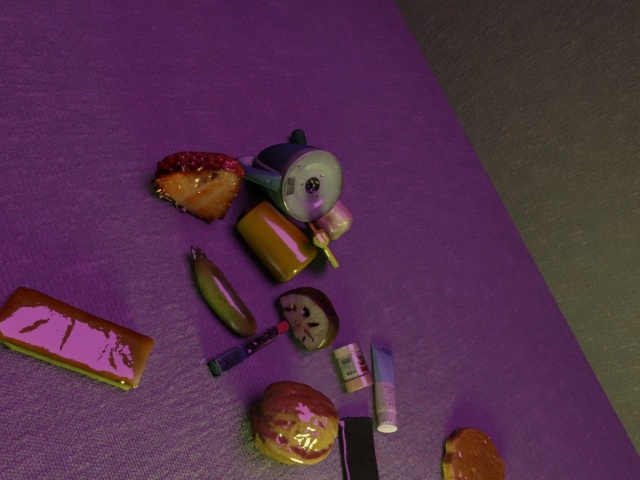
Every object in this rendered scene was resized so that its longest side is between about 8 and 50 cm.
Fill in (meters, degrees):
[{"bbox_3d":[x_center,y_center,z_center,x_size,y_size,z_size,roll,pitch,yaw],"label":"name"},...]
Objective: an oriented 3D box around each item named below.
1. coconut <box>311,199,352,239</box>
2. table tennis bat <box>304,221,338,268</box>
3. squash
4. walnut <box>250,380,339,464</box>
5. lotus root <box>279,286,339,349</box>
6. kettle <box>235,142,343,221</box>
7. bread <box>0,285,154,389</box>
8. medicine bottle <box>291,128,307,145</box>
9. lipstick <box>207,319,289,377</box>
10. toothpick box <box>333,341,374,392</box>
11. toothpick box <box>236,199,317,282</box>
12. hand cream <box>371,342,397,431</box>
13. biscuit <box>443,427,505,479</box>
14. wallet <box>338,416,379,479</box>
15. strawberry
[{"bbox_3d":[0.035,-0.091,1.989,0.152,0.147,0.147,46,44,-14],"label":"coconut"},{"bbox_3d":[0.000,0.000,1.805,0.054,0.368,0.224,-33,86,-2],"label":"table tennis bat"},{"bbox_3d":[-0.309,0.161,1.578,0.340,0.094,0.094,56,43,-4],"label":"squash"},{"bbox_3d":[-0.068,0.524,1.468,0.257,0.224,0.257,27,22,-12],"label":"walnut"},{"bbox_3d":[-0.030,0.252,1.730,0.234,0.138,0.119,56,13,9],"label":"lotus root"},{"bbox_3d":[-0.145,-0.235,1.804,0.320,0.342,0.247,2,109,-39],"label":"kettle"},{"bbox_3d":[-0.607,0.245,1.274,0.361,0.077,0.138,30,50,-24],"label":"bread"},{"bbox_3d":[-0.066,-0.308,2.074,0.111,0.076,0.308,7,61,-40],"label":"medicine bottle"},{"bbox_3d":[-0.208,0.327,1.594,0.312,0.051,0.051,-23,81,-48],"label":"lipstick"},{"bbox_3d":[0.113,0.434,1.773,0.098,0.098,0.148,-7,70,-43],"label":"toothpick box"},{"bbox_3d":[-0.156,-0.005,1.749,0.271,0.175,0.175,49,44,-4],"label":"toothpick box"},{"bbox_3d":[0.228,0.524,1.860,0.111,0.070,0.312,27,43,-25],"label":"hand cream"},{"bbox_3d":[0.577,0.880,1.944,0.312,0.057,0.351,39,44,-16],"label":"biscuit"},{"bbox_3d":[0.129,0.719,1.670,0.146,0.030,0.285,12,57,-32],"label":"wallet"},{"bbox_3d":[-0.378,-0.207,1.610,0.254,0.280,0.150,23,49,-18],"label":"strawberry"}]
